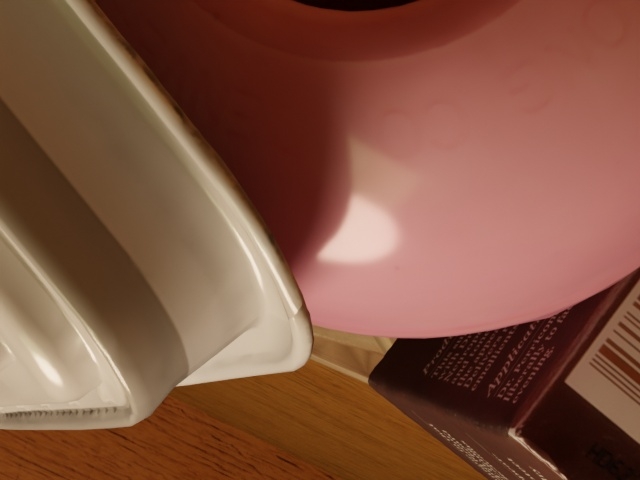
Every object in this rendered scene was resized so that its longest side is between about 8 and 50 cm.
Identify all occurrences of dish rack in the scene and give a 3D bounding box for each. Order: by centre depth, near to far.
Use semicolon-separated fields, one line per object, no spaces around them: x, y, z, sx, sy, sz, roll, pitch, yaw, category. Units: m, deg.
-0.152;-0.049;0.466;0.285;0.072;0.333;52;160;-7;dish rack

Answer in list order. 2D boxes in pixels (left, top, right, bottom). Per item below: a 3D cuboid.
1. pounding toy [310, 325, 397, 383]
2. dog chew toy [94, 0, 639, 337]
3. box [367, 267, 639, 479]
-0.009;-0.006;1.050;0.181;0.094;0.206;21;158;32;pounding toy
0.040;-0.064;0.522;0.206;0.206;0.332;20;175;13;dog chew toy
0.154;0.054;0.701;0.167;0.168;0.203;39;173;-11;box
